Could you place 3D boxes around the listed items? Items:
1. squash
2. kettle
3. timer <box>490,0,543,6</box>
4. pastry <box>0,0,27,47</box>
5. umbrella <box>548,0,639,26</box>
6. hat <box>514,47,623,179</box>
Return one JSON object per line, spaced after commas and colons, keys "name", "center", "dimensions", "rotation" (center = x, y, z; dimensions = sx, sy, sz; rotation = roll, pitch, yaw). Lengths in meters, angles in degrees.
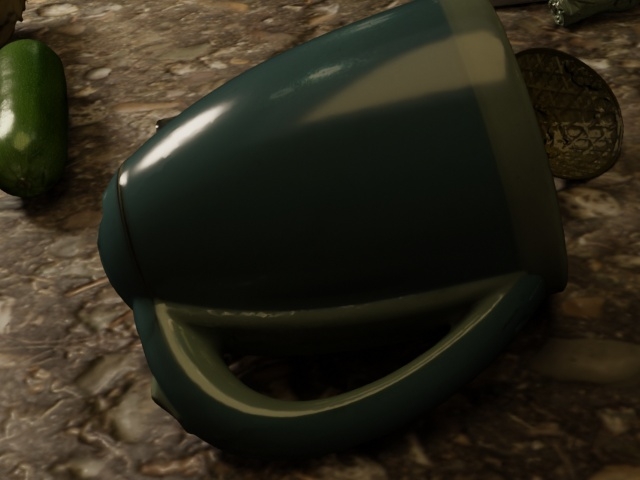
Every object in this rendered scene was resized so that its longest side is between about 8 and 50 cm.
{"name": "squash", "center": [-0.348, -0.163, 1.200], "dimensions": [0.101, 0.101, 0.378], "rotation": [-14, 33, -6]}
{"name": "kettle", "center": [0.000, 0.000, 0.778], "dimensions": [0.342, 0.247, 0.319], "rotation": [-17, 60, 3]}
{"name": "timer", "center": [0.281, -0.441, 1.346], "dimensions": [0.194, 0.195, 0.192], "rotation": [-6, 34, 9]}
{"name": "pastry", "center": [-0.541, -0.322, 1.436], "dimensions": [0.256, 0.170, 0.237], "rotation": [-9, 14, 11]}
{"name": "umbrella", "center": [0.353, -0.309, 1.254], "dimensions": [0.144, 0.062, 0.067], "rotation": [-19, 3, -1]}
{"name": "hat", "center": [0.221, -0.112, 1.009], "dimensions": [0.146, 0.067, 0.146], "rotation": [7, 66, -15]}
